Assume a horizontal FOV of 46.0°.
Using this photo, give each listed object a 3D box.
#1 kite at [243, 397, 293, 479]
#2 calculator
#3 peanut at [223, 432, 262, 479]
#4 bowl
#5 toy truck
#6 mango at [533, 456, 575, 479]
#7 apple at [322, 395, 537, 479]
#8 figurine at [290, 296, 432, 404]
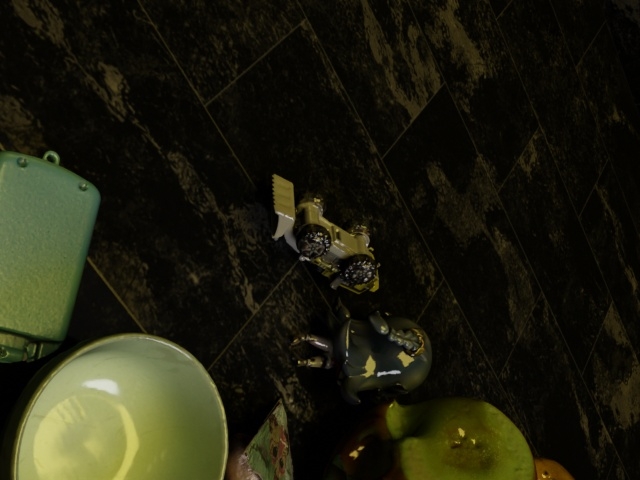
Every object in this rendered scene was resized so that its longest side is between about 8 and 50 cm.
[{"bbox_3d":[-0.071,0.384,1.257,0.323,0.013,0.268,70,17,-46],"label":"kite"},{"bbox_3d":[-0.393,0.015,0.999,0.173,0.051,0.293,24,68,-41],"label":"calculator"},{"bbox_3d":[-0.121,0.386,1.231,0.076,0.076,0.152,-24,106,-45],"label":"peanut"},{"bbox_3d":[-0.288,0.275,1.002,0.307,0.163,0.307,6,82,-45],"label":"bowl"},{"bbox_3d":[0.000,0.000,1.369,0.286,0.111,0.136,33,31,-30],"label":"toy truck"},{"bbox_3d":[0.595,0.663,1.920,0.295,0.120,0.177,57,48,-26],"label":"mango"},{"bbox_3d":[0.181,0.446,1.342,0.374,0.374,0.384,32,78,-40],"label":"apple"},{"bbox_3d":[0.092,0.211,1.412,0.265,0.197,0.175,3,97,-54],"label":"figurine"}]
